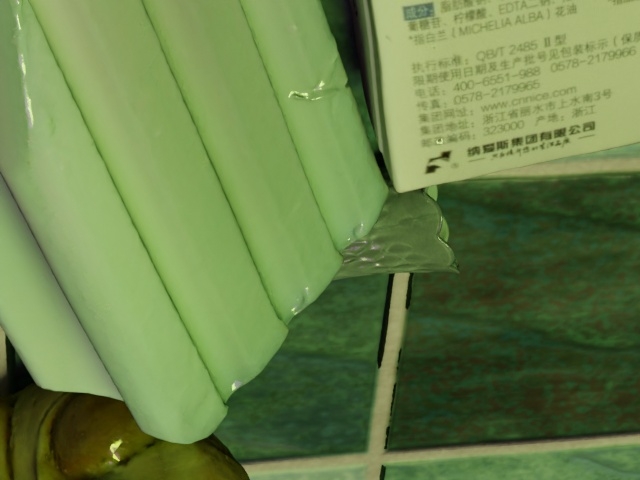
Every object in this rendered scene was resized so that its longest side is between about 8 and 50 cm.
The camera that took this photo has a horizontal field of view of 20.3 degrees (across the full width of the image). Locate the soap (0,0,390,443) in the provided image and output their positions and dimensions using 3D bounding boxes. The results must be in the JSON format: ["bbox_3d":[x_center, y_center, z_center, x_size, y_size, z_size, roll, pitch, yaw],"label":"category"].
[{"bbox_3d":[-0.099,-0.083,0.854,0.115,0.208,0.347,15,143,33],"label":"soap"}]

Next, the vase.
[{"bbox_3d":[0.000,0.000,1.043,0.149,0.081,0.081,-15,132,5],"label":"vase"}]

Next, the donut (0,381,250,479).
[{"bbox_3d":[-0.156,0.193,1.087,0.261,0.208,0.128,-29,145,30],"label":"donut"}]

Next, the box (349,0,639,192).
[{"bbox_3d":[0.148,-0.159,0.906,0.274,0.116,0.203,-12,132,-1],"label":"box"}]
